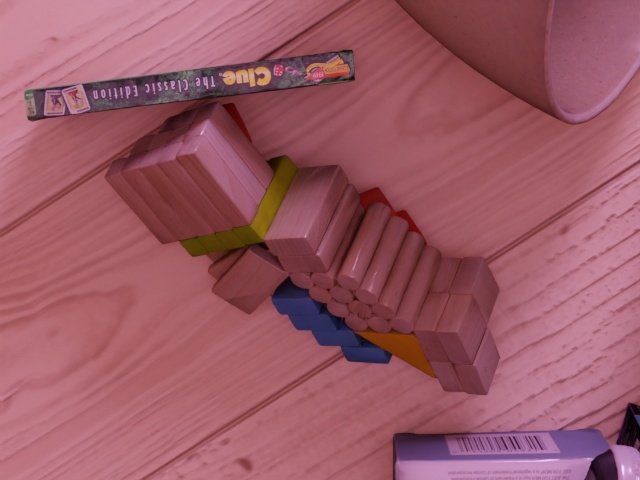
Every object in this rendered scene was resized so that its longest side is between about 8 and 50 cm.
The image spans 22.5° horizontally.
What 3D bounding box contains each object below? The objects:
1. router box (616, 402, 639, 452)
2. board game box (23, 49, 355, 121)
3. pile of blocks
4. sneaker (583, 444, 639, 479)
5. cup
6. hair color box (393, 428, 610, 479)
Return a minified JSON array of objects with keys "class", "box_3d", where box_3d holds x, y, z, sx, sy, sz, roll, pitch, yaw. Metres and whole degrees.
[{"class":"router box","box_3d":[0.344,0.196,1.341,0.179,0.133,0.046,16,101,-1]},{"class":"board game box","box_3d":[-0.101,-0.128,1.313,0.260,0.136,0.030,-7,98,2]},{"class":"pile of blocks","box_3d":[0.000,0.000,1.355,0.362,0.149,0.112,34,53,-12]},{"class":"sneaker","box_3d":[0.155,0.275,1.255,0.153,0.101,0.268,17,99,-3]},{"class":"cup","box_3d":[0.143,-0.282,1.228,0.237,0.331,0.331,23,97,23]},{"class":"hair color box","box_3d":[0.157,0.356,1.373,0.185,0.113,0.374,-1,95,1]}]
